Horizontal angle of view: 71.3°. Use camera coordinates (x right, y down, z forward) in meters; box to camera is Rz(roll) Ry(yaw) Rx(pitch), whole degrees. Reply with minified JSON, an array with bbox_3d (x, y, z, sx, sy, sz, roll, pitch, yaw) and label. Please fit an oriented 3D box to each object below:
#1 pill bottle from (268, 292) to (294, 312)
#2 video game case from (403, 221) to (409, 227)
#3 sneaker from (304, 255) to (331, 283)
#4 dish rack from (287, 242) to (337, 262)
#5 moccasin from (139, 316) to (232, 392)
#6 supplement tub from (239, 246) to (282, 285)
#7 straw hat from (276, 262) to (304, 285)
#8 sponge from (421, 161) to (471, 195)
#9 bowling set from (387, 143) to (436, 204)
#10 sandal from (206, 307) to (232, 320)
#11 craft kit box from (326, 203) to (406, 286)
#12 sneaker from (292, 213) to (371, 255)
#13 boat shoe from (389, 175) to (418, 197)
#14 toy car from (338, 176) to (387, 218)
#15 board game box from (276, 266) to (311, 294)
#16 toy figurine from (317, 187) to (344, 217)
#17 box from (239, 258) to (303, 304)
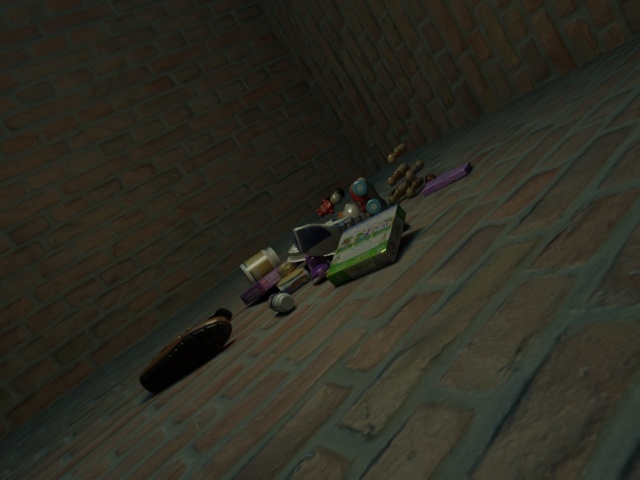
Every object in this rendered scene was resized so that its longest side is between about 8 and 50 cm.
[{"bbox_3d":[-0.134,0.217,1.558,0.067,0.067,0.120,-37,9,-23],"label":"pill bottle"},{"bbox_3d":[0.249,-0.046,1.624,0.122,0.011,0.087,-28,-34,29],"label":"video game case"},{"bbox_3d":[-0.017,0.091,1.717,0.095,0.105,0.236,-31,9,3],"label":"sneaker"},{"bbox_3d":[0.000,0.000,2.007,0.285,0.073,0.333,-11,14,11],"label":"dish rack"},{"bbox_3d":[-0.484,0.404,1.635,0.380,0.139,0.147,-42,16,7],"label":"moccasin"},{"bbox_3d":[-0.328,0.143,2.464,0.199,0.144,0.144,-35,8,-15],"label":"supplement tub"},{"bbox_3d":[-0.143,0.128,1.878,0.144,0.061,0.144,-33,7,4],"label":"straw hat"},{"bbox_3d":[0.536,-0.262,1.903,0.210,0.031,0.117,-27,10,37],"label":"sponge"},{"bbox_3d":[0.413,-0.284,2.039,0.199,0.287,0.154,19,51,36],"label":"bowling set"},{"bbox_3d":[-0.460,0.351,2.053,0.179,0.067,0.040,-30,-3,39],"label":"sandal"},{"bbox_3d":[0.153,0.014,1.475,0.249,0.061,0.247,-27,23,37],"label":"craft kit box"},{"bbox_3d":[0.039,-0.019,1.755,0.315,0.128,0.182,-14,2,-17],"label":"sneaker"},{"bbox_3d":[0.422,-0.263,2.268,0.183,0.066,0.066,-39,7,42],"label":"boat shoe"},{"bbox_3d":[0.170,-0.156,2.114,0.238,0.210,0.219,-37,-3,15],"label":"toy car"},{"bbox_3d":[-0.111,0.170,1.852,0.136,0.035,0.201,-35,8,-9],"label":"board game box"},{"bbox_3d":[0.103,-0.151,2.288,0.148,0.209,0.213,-43,5,17],"label":"toy figurine"},{"bbox_3d":[-0.214,0.170,2.046,0.293,0.057,0.201,-38,0,-43],"label":"box"}]
